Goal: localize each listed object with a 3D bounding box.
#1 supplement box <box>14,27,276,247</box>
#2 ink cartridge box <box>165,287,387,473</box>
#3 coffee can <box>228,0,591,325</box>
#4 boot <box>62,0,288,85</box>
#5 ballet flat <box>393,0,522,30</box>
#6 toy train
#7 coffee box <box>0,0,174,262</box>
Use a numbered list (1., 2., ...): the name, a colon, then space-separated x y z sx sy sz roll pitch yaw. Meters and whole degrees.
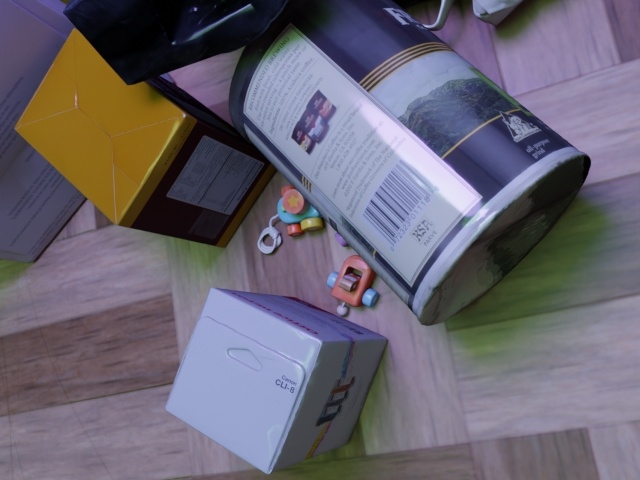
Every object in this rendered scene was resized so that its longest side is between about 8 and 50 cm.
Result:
1. supplement box: -0.188 -0.106 0.755 0.191 0.194 0.129 38 99 25
2. ink cartridge box: -0.037 0.130 0.659 0.128 0.176 0.127 22 92 26
3. coffee can: 0.074 -0.087 0.628 0.201 0.201 0.275 -47 67 11
4. boot: -0.041 -0.380 0.639 0.367 0.146 0.445 -28 36 31
5. ballet flat: 0.146 -0.268 0.690 0.280 0.095 0.096 2 93 35
6. toy train: 0.000 0.000 0.734 0.166 0.046 0.125 29 94 25
7. coffee box: -0.465 -0.222 0.821 0.337 0.338 0.334 -47 66 11
